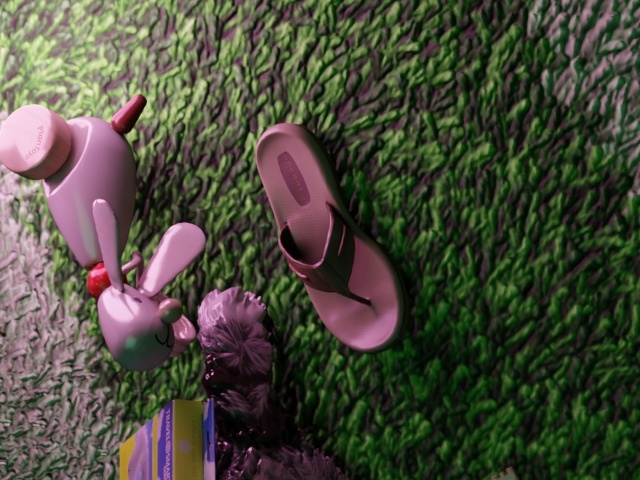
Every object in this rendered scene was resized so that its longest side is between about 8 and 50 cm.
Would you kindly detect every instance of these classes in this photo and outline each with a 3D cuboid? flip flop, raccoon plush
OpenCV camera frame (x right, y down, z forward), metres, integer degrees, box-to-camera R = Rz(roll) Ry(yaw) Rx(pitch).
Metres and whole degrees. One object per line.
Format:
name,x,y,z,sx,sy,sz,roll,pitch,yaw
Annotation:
flip flop,0.000,0.000,1.842,0.112,0.080,0.277,-29,83,30
raccoon plush,-0.106,0.315,1.943,0.299,0.216,0.446,-37,48,43

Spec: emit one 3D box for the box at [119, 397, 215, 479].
box,-0.168,0.247,1.839,0.178,0.042,0.109,-43,44,51

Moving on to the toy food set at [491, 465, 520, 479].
toy food set,0.152,0.336,1.830,0.192,0.038,0.132,-30,87,10

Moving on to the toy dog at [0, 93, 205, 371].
toy dog,-0.214,-0.031,1.888,0.161,0.220,0.334,-37,81,18
